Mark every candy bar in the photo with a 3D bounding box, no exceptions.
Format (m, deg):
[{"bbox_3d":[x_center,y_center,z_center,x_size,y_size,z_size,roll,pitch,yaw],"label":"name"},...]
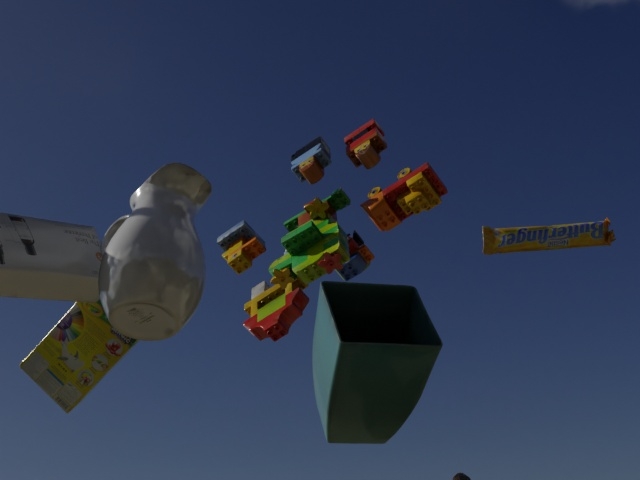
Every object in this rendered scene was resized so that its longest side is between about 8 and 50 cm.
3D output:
[{"bbox_3d":[0.283,-0.005,1.124,0.162,0.040,0.018,-4,-29,9],"label":"candy bar"}]

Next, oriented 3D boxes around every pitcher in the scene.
[{"bbox_3d":[-0.219,0.026,1.116,0.178,0.207,0.125,-30,-49,31],"label":"pitcher"}]

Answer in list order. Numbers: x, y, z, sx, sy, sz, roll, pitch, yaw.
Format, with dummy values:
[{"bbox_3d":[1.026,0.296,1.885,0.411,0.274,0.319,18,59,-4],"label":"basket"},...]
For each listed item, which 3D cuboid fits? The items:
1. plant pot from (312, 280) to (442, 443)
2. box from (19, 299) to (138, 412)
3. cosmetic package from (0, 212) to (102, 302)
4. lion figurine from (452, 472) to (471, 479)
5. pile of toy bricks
[{"bbox_3d":[0.071,0.212,1.475,0.166,0.165,0.234,4,-60,-15],"label":"plant pot"},{"bbox_3d":[-0.349,0.158,1.328,0.179,0.105,0.043,-44,1,21],"label":"box"},{"bbox_3d":[-0.382,0.020,1.162,0.060,0.099,0.239,-40,-27,25],"label":"cosmetic package"},{"bbox_3d":[0.186,0.520,1.366,0.142,0.392,0.240,33,-64,-7],"label":"lion figurine"},{"bbox_3d":[0.000,0.000,0.756,0.212,0.105,0.118,-33,-63,16],"label":"pile of toy bricks"}]
